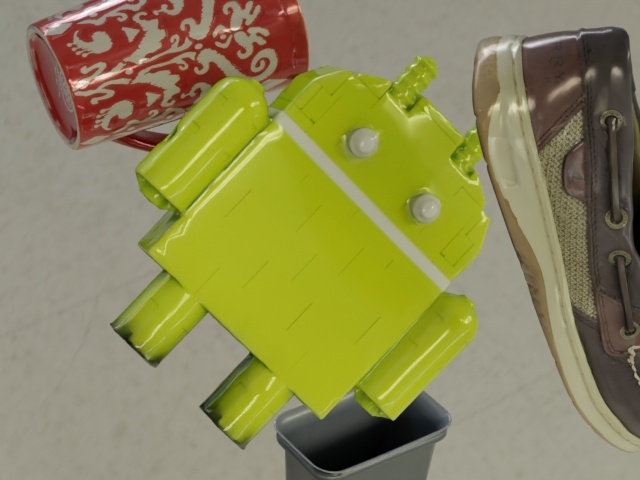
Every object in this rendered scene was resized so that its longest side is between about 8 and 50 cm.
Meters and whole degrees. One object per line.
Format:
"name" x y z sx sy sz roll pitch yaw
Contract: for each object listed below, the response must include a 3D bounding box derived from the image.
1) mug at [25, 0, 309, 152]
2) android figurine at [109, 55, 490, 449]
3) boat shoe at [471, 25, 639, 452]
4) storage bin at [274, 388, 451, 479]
"mug" -0.103 -0.116 1.237 0.169 0.113 0.150 -22 111 -20
"android figurine" 0.000 0.000 1.169 0.273 0.056 0.248 -44 108 -4
"boat shoe" 0.163 0.005 0.962 0.103 0.092 0.285 -71 144 -48
"storage bin" 0.027 0.178 1.451 0.135 0.091 0.098 -18 39 -32
